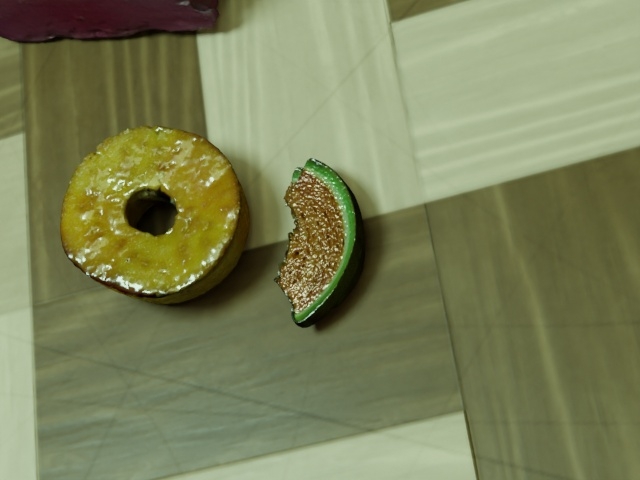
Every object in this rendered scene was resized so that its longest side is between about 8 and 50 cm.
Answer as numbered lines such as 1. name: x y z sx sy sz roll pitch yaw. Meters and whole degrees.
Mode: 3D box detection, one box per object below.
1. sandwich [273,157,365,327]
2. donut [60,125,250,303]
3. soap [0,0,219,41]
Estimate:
1. sandwich: 0.001 0.002 0.988 0.067 0.029 0.135 -7 66 22
2. donut: -0.125 -0.016 1.023 0.152 0.058 0.152 -7 66 16
3. soap: -0.180 -0.359 1.154 0.233 0.128 0.359 0 67 22
